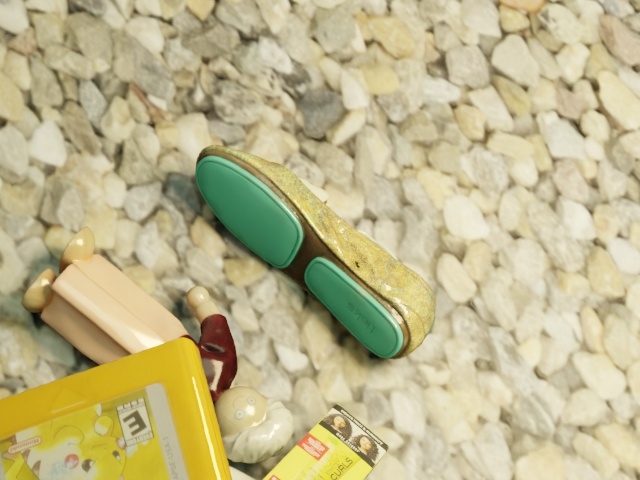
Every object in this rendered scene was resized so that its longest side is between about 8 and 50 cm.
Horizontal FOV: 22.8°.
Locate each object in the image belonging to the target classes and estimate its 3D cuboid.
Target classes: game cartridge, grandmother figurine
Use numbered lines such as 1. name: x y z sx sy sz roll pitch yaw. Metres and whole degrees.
1. game cartridge: -0.224 0.291 1.626 0.285 0.053 0.324 -20 65 5
2. grandmother figurine: -0.181 0.142 1.827 0.342 0.104 0.208 35 77 8

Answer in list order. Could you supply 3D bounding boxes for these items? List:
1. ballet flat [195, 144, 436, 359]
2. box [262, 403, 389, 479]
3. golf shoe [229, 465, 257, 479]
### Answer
1. ballet flat: 0.000 0.000 1.910 0.348 0.123 0.123 42 69 8
2. box: -0.007 0.265 1.754 0.087 0.058 0.232 40 27 8
3. golf shoe: -0.047 0.346 1.748 0.306 0.140 0.115 43 70 10
